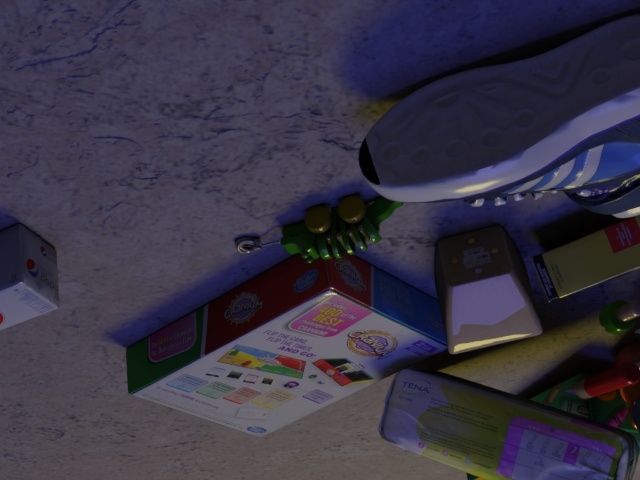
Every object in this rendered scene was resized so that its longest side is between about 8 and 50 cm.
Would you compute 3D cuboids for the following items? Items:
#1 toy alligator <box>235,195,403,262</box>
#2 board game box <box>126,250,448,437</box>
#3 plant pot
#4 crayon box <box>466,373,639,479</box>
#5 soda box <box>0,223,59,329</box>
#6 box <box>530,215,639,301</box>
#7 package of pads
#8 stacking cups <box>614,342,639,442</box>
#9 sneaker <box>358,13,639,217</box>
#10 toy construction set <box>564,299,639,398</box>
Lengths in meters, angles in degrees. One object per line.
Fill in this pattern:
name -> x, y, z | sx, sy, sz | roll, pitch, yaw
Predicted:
toy alligator -> 0.000, 0.000, 1.347 | 0.190, 0.051, 0.056 | -17, 147, 12
board game box -> -0.038, 0.130, 1.535 | 0.316, 0.064, 0.242 | -29, 144, 28
plant pot -> 0.181, 0.047, 1.432 | 0.109, 0.109, 0.096 | -13, 135, 7
crayon box -> 0.355, 0.283, 1.845 | 0.165, 0.081, 0.278 | 11, 149, -29
soda box -> -0.380, 0.061, 1.322 | 0.216, 0.074, 0.069 | -20, 147, 16
box -> 0.357, 0.000, 1.411 | 0.232, 0.058, 0.087 | -23, 173, 23
package of pads -> 0.236, 0.244, 1.576 | 0.296, 0.101, 0.229 | 16, 178, 18
stacking cups -> 0.433, 0.226, 1.605 | 0.096, 0.316, 0.096 | -2, 117, -3
sneaker -> 0.222, -0.068, 1.221 | 0.323, 0.130, 0.236 | -22, 143, 10
toy construction set -> 0.425, 0.138, 1.494 | 0.309, 0.257, 0.237 | -7, 166, -19
